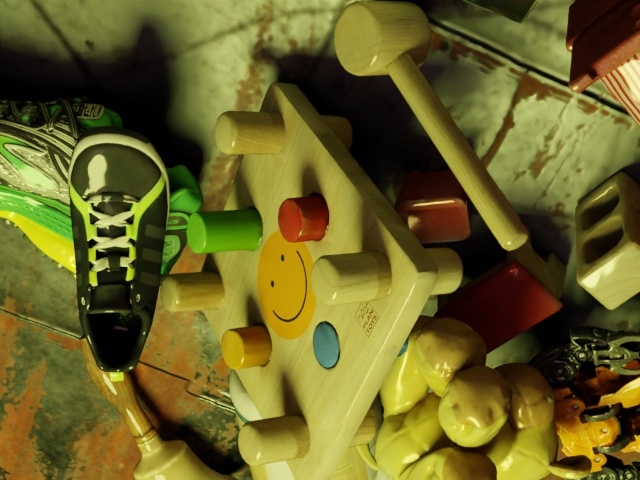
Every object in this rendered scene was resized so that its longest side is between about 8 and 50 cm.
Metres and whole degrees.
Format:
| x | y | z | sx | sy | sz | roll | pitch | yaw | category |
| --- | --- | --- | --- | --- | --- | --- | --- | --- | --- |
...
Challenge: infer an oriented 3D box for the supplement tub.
| x | y | z | sx | sy | sz | roll | pitch | yaw | category |
| --- | --- | --- | --- | --- | --- | --- | --- | --- | --- |
| -0.006 | 0.198 | 1.049 | 0.144 | 0.144 | 0.200 | -2 | 123 | 13 | supplement tub |

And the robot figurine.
| x | y | z | sx | sy | sz | roll | pitch | yaw | category |
| --- | --- | --- | --- | --- | --- | --- | --- | --- | --- |
| 0.336 | 0.141 | 0.972 | 0.291 | 0.085 | 0.211 | -15 | 119 | 21 | robot figurine |

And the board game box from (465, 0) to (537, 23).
| x | y | z | sx | sy | sz | roll | pitch | yaw | category |
| --- | --- | --- | --- | --- | --- | --- | --- | --- | --- |
| 0.141 | -0.267 | 0.649 | 0.136 | 0.030 | 0.260 | 19 | 129 | -19 | board game box |

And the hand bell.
| x | y | z | sx | sy | sz | roll | pitch | yaw | category |
| --- | --- | --- | --- | --- | --- | --- | --- | --- | --- |
| -0.198 | 0.207 | 1.138 | 0.126 | 0.126 | 0.242 | -22 | 105 | 25 | hand bell |

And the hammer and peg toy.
| x | y | z | sx | sy | sz | roll | pitch | yaw | category |
| --- | --- | --- | --- | --- | --- | --- | --- | --- | --- |
| 0.000 | 0.000 | 0.842 | 0.127 | 0.266 | 0.361 | -3 | 133 | -34 | hammer and peg toy |

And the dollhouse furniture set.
| x | y | z | sx | sy | sz | roll | pitch | yaw | category |
| --- | --- | --- | --- | --- | --- | --- | --- | --- | --- |
| 0.204 | -0.044 | 0.832 | 0.201 | 0.152 | 0.374 | 42 | 122 | -16 | dollhouse furniture set |

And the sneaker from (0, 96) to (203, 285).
| x | y | z | sx | sy | sz | roll | pitch | yaw | category |
| --- | --- | --- | --- | --- | --- | --- | --- | --- | --- |
| -0.261 | -0.090 | 0.935 | 0.343 | 0.134 | 0.146 | 30 | 118 | -19 | sneaker |

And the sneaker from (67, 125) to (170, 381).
| x | y | z | sx | sy | sz | roll | pitch | yaw | category |
| --- | --- | --- | --- | --- | --- | --- | --- | --- | --- |
| -0.166 | 0.019 | 0.873 | 0.084 | 0.097 | 0.235 | -3 | 126 | -10 | sneaker |

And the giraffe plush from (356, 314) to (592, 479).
| x | y | z | sx | sy | sz | roll | pitch | yaw | category |
| --- | --- | --- | --- | --- | --- | --- | --- | --- | --- |
| 0.144 | 0.168 | 0.911 | 0.170 | 0.181 | 0.210 | 3 | 124 | -26 | giraffe plush |
